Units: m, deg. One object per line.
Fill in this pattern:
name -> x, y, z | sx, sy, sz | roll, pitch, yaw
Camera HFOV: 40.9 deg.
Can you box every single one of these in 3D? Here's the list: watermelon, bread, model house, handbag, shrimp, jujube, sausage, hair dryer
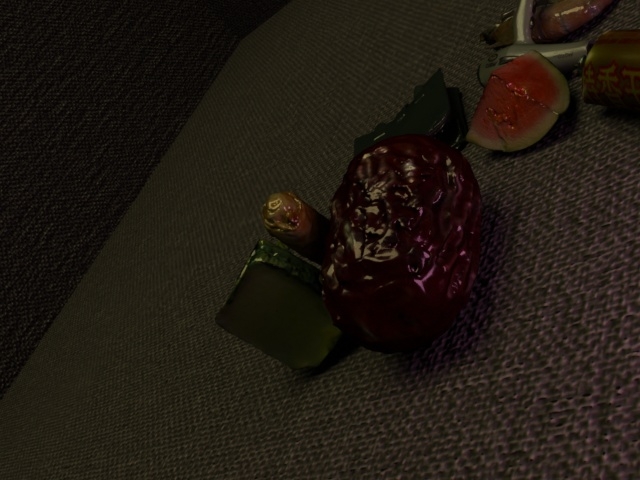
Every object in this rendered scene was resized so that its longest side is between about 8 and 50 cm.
watermelon -> 0.343, -0.220, 1.418 | 0.145, 0.137, 0.193 | 36, 94, 24
bread -> 0.000, -0.001, 1.408 | 0.084, 0.367, 0.077 | 34, 90, 23
model house -> -0.038, 0.078, 1.449 | 0.170, 0.194, 0.211 | -59, 4, 29
handbag -> 0.173, -0.205, 1.716 | 0.247, 0.079, 0.260 | -37, 23, 23
shrimp -> 0.430, -0.433, 1.652 | 0.168, 0.077, 0.317 | -46, 24, -25
jujube -> 0.117, -0.005, 1.281 | 0.258, 0.258, 0.376 | -32, 20, 34
sausage -> 0.450, -0.242, 1.206 | 0.117, 0.125, 0.317 | -8, 17, -15
hair dryer -> 0.402, -0.380, 1.507 | 0.229, 0.092, 0.267 | 25, 99, 50
